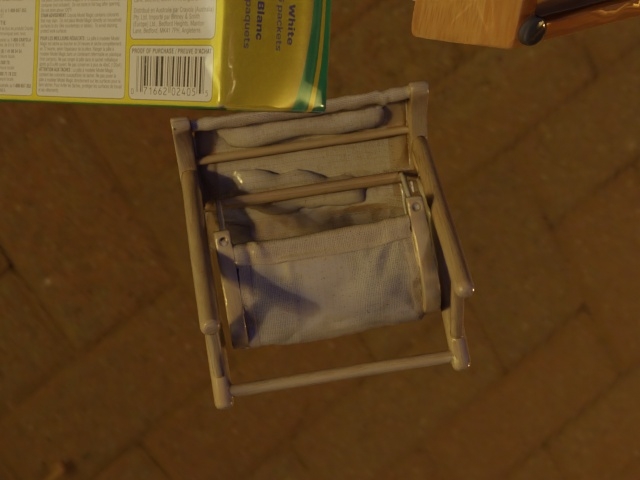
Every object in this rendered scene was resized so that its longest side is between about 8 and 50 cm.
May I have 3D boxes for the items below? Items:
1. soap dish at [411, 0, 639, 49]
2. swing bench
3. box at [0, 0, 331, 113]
[{"bbox_3d":[0.212,-0.268,1.242,0.291,0.118,0.229,-18,133,-33],"label":"soap dish"},{"bbox_3d":[0.000,0.000,1.610,0.253,0.254,0.165,-8,147,-3],"label":"swing bench"},{"bbox_3d":[-0.044,-0.123,0.427,0.043,0.105,0.179,-3,98,-49],"label":"box"}]
